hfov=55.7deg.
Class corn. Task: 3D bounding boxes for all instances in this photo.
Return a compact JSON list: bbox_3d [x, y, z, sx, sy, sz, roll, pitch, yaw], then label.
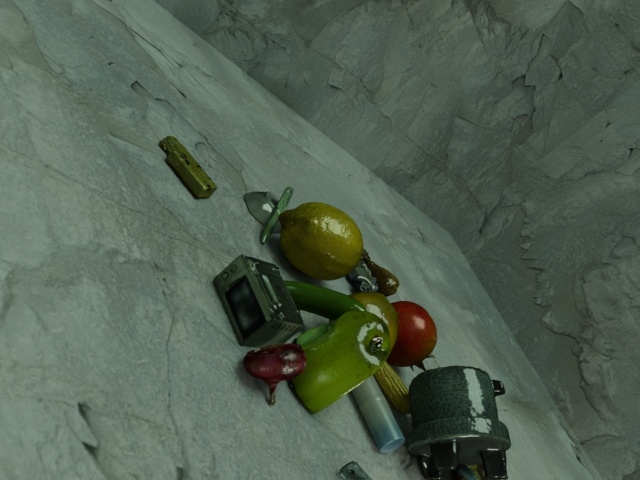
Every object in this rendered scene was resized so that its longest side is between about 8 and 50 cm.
[{"bbox_3d":[0.219,0.443,1.856,0.206,0.067,0.067,53,20,21],"label":"corn"}]

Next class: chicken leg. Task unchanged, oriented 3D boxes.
[{"bbox_3d":[0.225,0.123,2.446,0.251,0.087,0.107,50,8,24],"label":"chicken leg"}]

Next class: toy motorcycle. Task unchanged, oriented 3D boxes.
[{"bbox_3d":[0.160,0.139,2.291,0.152,0.073,0.225,34,25,-38],"label":"toy motorcycle"}]

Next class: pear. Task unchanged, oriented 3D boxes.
[{"bbox_3d":[0.052,0.280,1.554,0.159,0.292,0.292,57,19,-3],"label":"pear"}]

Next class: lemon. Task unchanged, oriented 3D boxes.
[{"bbox_3d":[0.000,0.000,1.966,0.320,0.245,0.245,32,24,-22],"label":"lemon"}]

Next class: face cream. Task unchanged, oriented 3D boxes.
[{"bbox_3d":[0.143,0.450,1.660,0.077,0.077,0.250,26,28,-47],"label":"face cream"}]

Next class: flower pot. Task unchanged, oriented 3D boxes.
[{"bbox_3d":[0.393,0.531,1.703,0.299,0.299,0.282,33,43,-36],"label":"flower pot"}]

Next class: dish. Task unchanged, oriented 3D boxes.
[{"bbox_3d":[-0.172,-0.114,2.080,0.191,0.066,0.190,41,21,-20],"label":"dish"}]

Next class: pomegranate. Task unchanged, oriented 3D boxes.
[{"bbox_3d":[0.282,0.322,2.001,0.256,0.221,0.221,59,16,-18],"label":"pomegranate"}]

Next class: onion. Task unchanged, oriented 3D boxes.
[{"bbox_3d":[-0.102,0.307,1.391,0.150,0.150,0.140,8,74,-61],"label":"onion"}]

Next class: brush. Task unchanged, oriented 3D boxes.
[{"bbox_3d":[0.406,0.687,1.702,0.070,0.021,0.196,37,15,11],"label":"brush"}]

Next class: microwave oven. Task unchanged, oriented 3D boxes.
[{"bbox_3d":[-0.151,0.153,1.532,0.163,0.129,0.205,18,36,-52],"label":"microwave oven"}]

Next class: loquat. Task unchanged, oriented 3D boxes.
[{"bbox_3d":[0.113,0.269,1.788,0.246,0.213,0.213,-41,89,-28],"label":"loquat"}]

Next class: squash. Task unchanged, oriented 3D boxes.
[{"bbox_3d":[-0.005,0.170,1.708,0.293,0.082,0.082,15,13,15],"label":"squash"}]

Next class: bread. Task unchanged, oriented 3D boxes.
[{"bbox_3d":[-0.407,-0.225,1.824,0.226,0.049,0.088,50,20,7],"label":"bread"}]

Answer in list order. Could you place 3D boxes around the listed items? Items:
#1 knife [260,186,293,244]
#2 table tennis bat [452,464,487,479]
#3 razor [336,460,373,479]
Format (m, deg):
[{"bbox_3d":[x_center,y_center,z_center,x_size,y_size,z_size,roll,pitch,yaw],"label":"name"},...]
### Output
[{"bbox_3d":[-0.141,-0.085,2.011,0.043,0.020,0.293,45,42,-24],"label":"knife"},{"bbox_3d":[0.476,0.756,1.832,0.268,0.051,0.415,54,18,23],"label":"table tennis bat"},{"bbox_3d":[0.066,0.585,1.285,0.106,0.068,0.232,46,24,-3],"label":"razor"}]
